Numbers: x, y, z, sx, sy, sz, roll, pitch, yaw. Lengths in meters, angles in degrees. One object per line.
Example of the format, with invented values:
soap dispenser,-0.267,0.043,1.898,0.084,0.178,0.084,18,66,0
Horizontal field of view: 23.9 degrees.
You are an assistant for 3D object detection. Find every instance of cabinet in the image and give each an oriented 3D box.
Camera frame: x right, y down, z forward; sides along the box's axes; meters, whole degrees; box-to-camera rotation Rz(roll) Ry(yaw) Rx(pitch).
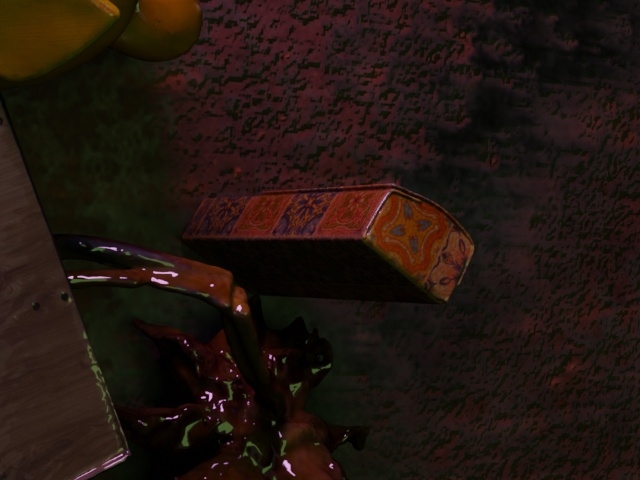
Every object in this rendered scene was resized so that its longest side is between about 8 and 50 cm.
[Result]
cabinet,-0.236,0.048,0.843,0.148,0.175,0.215,-26,105,-30

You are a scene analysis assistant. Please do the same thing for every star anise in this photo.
star anise,-0.071,0.118,0.971,0.237,0.148,0.346,-47,124,-26

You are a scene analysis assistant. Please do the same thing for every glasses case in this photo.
glasses case,0.000,0.000,0.970,0.075,0.218,0.049,39,69,-27

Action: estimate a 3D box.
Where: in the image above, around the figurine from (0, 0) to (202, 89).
figurine,-0.158,-0.174,0.862,0.215,0.215,0.228,58,47,-20
